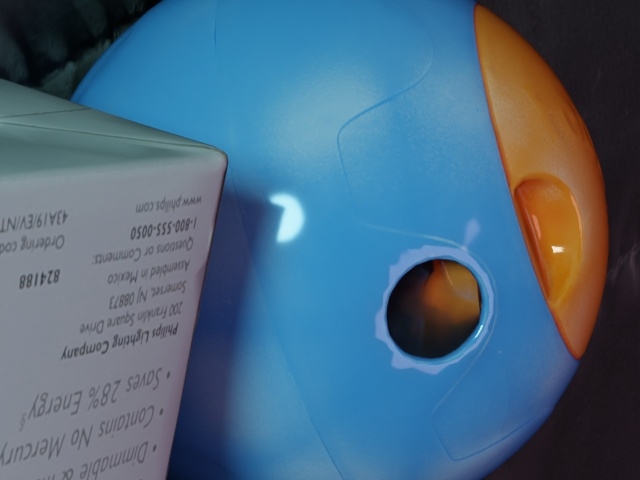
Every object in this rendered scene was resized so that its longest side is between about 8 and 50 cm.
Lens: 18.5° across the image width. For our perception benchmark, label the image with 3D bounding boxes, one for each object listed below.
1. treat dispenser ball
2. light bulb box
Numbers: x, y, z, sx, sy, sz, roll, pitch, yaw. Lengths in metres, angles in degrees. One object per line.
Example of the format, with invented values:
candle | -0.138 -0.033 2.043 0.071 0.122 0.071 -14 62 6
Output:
treat dispenser ball | 0.000 0.000 0.993 0.288 0.288 0.288 -36 135 -46
light bulb box | -0.246 0.122 0.709 0.358 0.225 0.361 -10 115 -58
